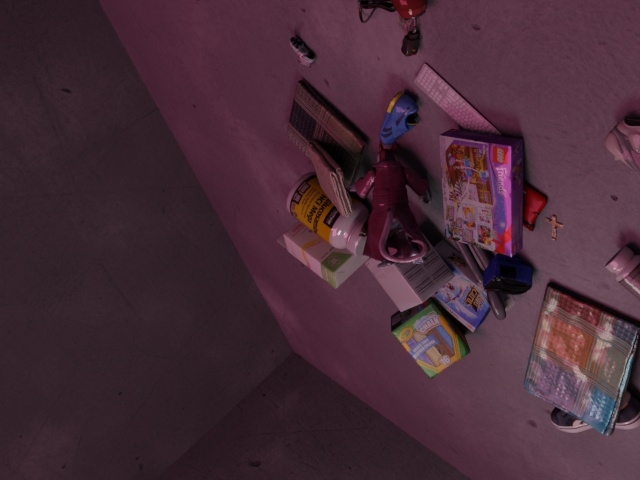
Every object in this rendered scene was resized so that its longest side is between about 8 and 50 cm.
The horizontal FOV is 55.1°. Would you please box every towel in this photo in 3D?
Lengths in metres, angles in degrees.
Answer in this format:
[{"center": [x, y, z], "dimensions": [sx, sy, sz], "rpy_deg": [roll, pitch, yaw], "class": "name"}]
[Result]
[{"center": [0.020, -0.342, 2.047], "dimensions": [0.324, 0.056, 0.312], "rpy_deg": [47, 156, 12], "class": "towel"}, {"center": [0.699, 0.325, 1.667], "dimensions": [0.271, 0.040, 0.370], "rpy_deg": [28, 129, 41], "class": "towel"}, {"center": [0.033, -0.204, 1.993], "dimensions": [0.282, 0.049, 0.187], "rpy_deg": [-122, 11, -55], "class": "towel"}]

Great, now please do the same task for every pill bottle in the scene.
[{"center": [0.051, -0.090, 2.194], "dimensions": [0.334, 0.188, 0.188], "rpy_deg": [37, 155, 28], "class": "pill bottle"}, {"center": [0.707, 0.081, 1.359], "dimensions": [0.137, 0.078, 0.078], "rpy_deg": [44, 158, 14], "class": "pill bottle"}]

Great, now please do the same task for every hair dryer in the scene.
[{"center": [0.146, -0.563, 1.379], "dimensions": [0.223, 0.080, 0.293], "rpy_deg": [43, 157, 18], "class": "hair dryer"}]

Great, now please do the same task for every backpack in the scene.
[{"center": [0.527, 0.093, 1.704], "dimensions": [0.120, 0.101, 0.098], "rpy_deg": [15, 158, -2], "class": "backpack"}]

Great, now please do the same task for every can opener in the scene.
[{"center": [0.481, 0.094, 1.784], "dimensions": [0.280, 0.074, 0.093], "rpy_deg": [60, -170, -6], "class": "can opener"}]

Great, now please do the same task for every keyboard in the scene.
[{"center": [0.333, -0.325, 1.499], "dimensions": [0.256, 0.014, 0.072], "rpy_deg": [46, 158, 9], "class": "keyboard"}]

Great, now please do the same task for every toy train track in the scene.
[{"center": [0.576, -0.028, 1.520], "dimensions": [0.048, 0.014, 0.083], "rpy_deg": [30, 152, 40], "class": "toy train track"}]

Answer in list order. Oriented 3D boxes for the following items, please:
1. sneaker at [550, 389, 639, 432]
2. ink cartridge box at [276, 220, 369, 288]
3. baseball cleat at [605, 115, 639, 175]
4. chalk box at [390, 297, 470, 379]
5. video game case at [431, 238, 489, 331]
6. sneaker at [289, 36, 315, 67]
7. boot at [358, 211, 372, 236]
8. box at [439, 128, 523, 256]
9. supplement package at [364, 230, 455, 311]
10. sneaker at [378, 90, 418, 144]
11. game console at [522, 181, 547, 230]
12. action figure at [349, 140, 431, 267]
[{"center": [0.786, 0.480, 1.807], "dimensions": [0.127, 0.126, 0.321], "rpy_deg": [47, 148, -5], "class": "sneaker"}, {"center": [0.000, 0.000, 2.413], "dimensions": [0.353, 0.207, 0.119], "rpy_deg": [36, 156, 29], "class": "ink cartridge box"}, {"center": [0.631, -0.150, 1.138], "dimensions": [0.206, 0.072, 0.109], "rpy_deg": [40, 150, 14], "class": "baseball cleat"}, {"center": [0.366, 0.304, 2.172], "dimensions": [0.289, 0.179, 0.180], "rpy_deg": [52, -167, -6], "class": "chalk box"}, {"center": [0.449, 0.153, 2.001], "dimensions": [0.244, 0.061, 0.269], "rpy_deg": [40, 156, 20], "class": "video game case"}, {"center": [-0.062, -0.558, 1.842], "dimensions": [0.098, 0.038, 0.069], "rpy_deg": [48, 158, 5], "class": "sneaker"}, {"center": [0.207, -0.053, 1.950], "dimensions": [0.106, 0.219, 0.082], "rpy_deg": [35, 133, 10], "class": "boot"}, {"center": [0.400, -0.120, 1.525], "dimensions": [0.201, 0.057, 0.293], "rpy_deg": [20, 129, 43], "class": "box"}, {"center": [0.280, 0.092, 1.951], "dimensions": [0.203, 0.149, 0.194], "rpy_deg": [53, 161, 4], "class": "supplement package"}, {"center": [0.216, -0.312, 1.672], "dimensions": [0.082, 0.069, 0.209], "rpy_deg": [40, 157, 13], "class": "sneaker"}, {"center": [0.497, -0.101, 1.553], "dimensions": [0.144, 0.085, 0.124], "rpy_deg": [39, 125, 23], "class": "game console"}, {"center": [0.186, -0.110, 1.756], "dimensions": [0.276, 0.248, 0.370], "rpy_deg": [5, -101, -76], "class": "action figure"}]
